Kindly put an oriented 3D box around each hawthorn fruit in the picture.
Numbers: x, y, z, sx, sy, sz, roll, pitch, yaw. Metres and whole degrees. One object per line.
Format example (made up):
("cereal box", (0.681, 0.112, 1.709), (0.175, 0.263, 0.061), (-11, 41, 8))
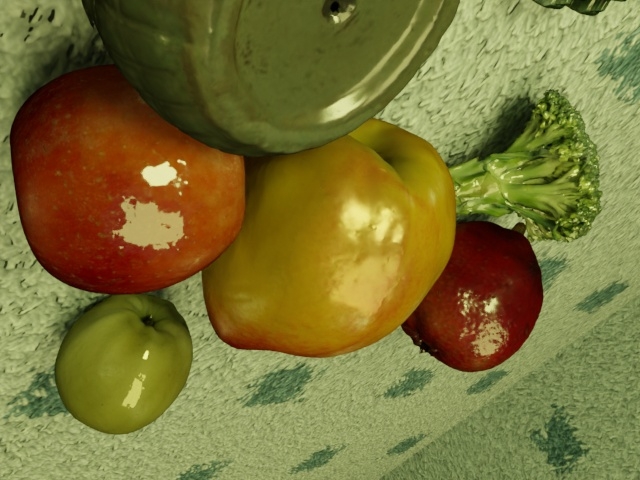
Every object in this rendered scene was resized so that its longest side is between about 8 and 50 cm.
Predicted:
("hawthorn fruit", (0.286, 0.089, 1.069), (0.307, 0.265, 0.265), (-45, 150, -15))

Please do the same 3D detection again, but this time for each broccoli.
("broccoli", (0.242, -0.089, 0.859), (0.361, 0.221, 0.252), (-9, 178, -26))

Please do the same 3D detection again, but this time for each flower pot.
("flower pot", (-0.041, -0.221, 0.412), (0.301, 0.213, 0.302), (-25, 147, -18))

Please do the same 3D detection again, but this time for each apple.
("apple", (-0.279, 0.172, 0.829), (0.200, 0.200, 0.200), (-19, 146, -13))
("apple", (-0.181, -0.056, 0.551), (0.201, 0.218, 0.218), (-3, 140, -21))

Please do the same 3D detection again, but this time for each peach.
("peach", (0.002, 0.000, 0.703), (0.289, 0.289, 0.308), (0, 129, -35))

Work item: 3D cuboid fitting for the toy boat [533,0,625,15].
("toy boat", (0.324, -0.392, 0.580), (0.141, 0.092, 0.319), (-5, 134, -30))
